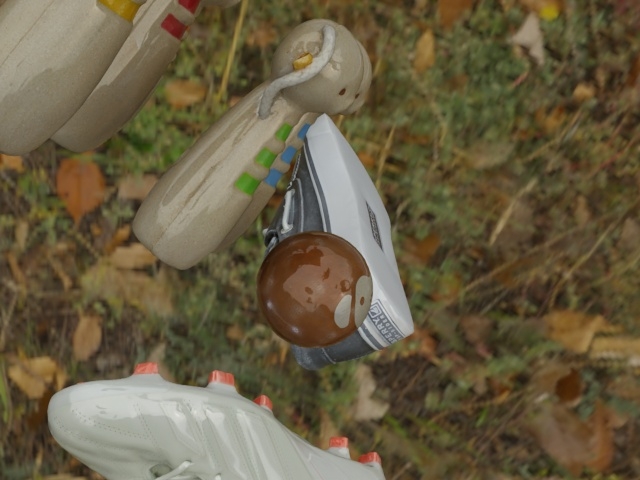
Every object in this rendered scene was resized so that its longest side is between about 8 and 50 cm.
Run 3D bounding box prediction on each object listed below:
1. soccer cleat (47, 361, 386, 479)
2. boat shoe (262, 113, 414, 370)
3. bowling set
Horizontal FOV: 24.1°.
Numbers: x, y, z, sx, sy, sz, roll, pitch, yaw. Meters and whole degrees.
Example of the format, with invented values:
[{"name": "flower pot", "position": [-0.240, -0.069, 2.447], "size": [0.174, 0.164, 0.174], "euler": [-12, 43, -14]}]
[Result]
[{"name": "soccer cleat", "position": [-0.034, 0.108, 0.633], "size": [0.196, 0.068, 0.076], "euler": [30, 53, -44]}, {"name": "boat shoe", "position": [0.000, 0.000, 1.225], "size": [0.102, 0.108, 0.301], "euler": [-28, 34, 11]}, {"name": "bowling set", "position": [-0.026, -0.065, 0.694], "size": [0.200, 0.287, 0.154], "euler": [40, 97, -5]}]
